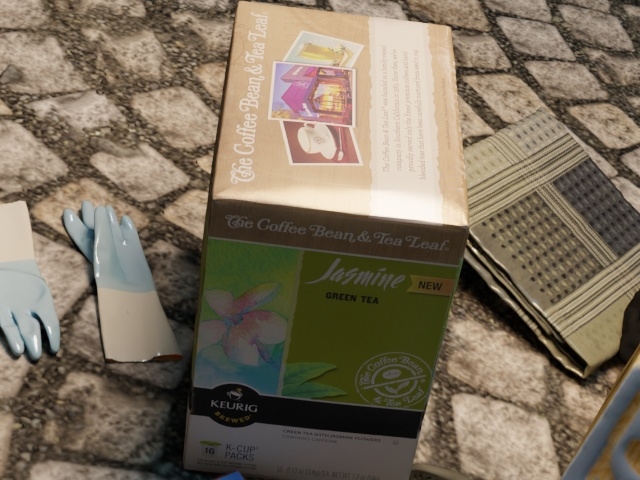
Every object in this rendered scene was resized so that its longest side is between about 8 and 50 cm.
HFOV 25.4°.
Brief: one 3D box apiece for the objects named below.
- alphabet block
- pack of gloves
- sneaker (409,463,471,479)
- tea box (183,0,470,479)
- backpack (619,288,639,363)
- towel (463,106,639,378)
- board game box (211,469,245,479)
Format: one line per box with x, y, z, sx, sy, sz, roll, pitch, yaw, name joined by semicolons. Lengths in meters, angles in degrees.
0.388;0.188;1.447;0.192;0.193;0.197;34;37;11;alphabet block
-0.255;0.025;1.425;0.195;0.046;0.232;1;41;-28;pack of gloves
0.180;0.276;1.323;0.227;0.087;0.130;20;6;27;sneaker
0.000;0.000;1.336;0.219;0.324;0.329;6;39;-3;tea box
0.541;0.027;1.542;0.290;0.355;0.273;21;57;-11;backpack
0.282;-0.004;1.720;0.312;0.056;0.324;50;41;11;towel
-0.047;0.321;1.182;0.145;0.027;0.281;-16;52;-39;board game box
